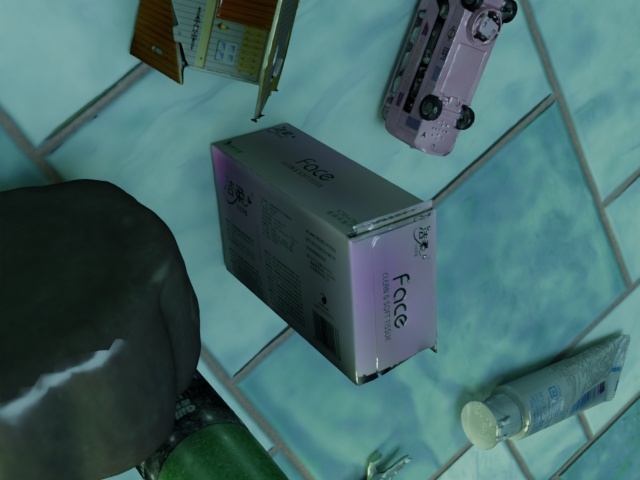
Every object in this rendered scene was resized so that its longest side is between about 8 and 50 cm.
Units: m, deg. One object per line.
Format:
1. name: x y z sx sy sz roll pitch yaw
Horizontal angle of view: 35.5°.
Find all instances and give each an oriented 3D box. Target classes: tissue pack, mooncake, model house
1. tissue pack: 0.000 0.000 0.907 0.092 0.246 0.149 -19 123 -25
2. mooncake: -0.242 0.085 0.772 0.306 0.306 0.154 -27 131 -20
3. model house: -0.082 -0.228 0.816 0.135 0.207 0.219 13 109 0

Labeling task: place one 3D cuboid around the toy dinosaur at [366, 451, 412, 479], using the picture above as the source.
1. toy dinosaur: 0.039 0.344 1.245 0.209 0.039 0.082 -39 131 -11

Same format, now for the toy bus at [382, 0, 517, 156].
1. toy bus: 0.128 -0.190 1.001 0.063 0.090 0.203 10 108 -38

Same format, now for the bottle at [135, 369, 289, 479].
1. bottle: -0.124 0.158 0.849 0.093 0.330 0.093 -15 121 -27

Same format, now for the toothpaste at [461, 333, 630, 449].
1. toothpaste: 0.317 0.208 1.354 0.299 0.073 0.114 -13 119 -37
